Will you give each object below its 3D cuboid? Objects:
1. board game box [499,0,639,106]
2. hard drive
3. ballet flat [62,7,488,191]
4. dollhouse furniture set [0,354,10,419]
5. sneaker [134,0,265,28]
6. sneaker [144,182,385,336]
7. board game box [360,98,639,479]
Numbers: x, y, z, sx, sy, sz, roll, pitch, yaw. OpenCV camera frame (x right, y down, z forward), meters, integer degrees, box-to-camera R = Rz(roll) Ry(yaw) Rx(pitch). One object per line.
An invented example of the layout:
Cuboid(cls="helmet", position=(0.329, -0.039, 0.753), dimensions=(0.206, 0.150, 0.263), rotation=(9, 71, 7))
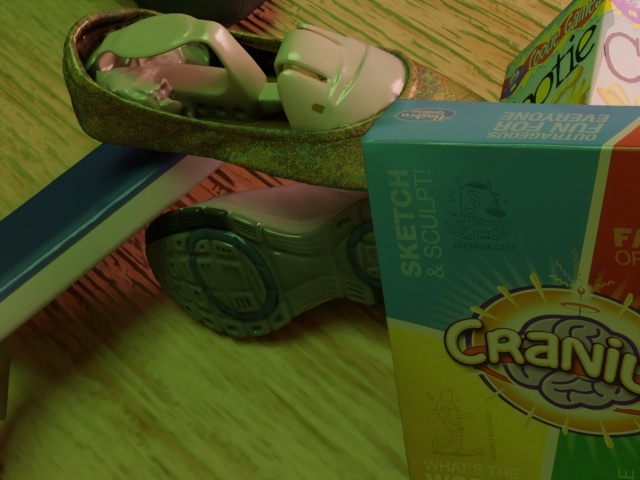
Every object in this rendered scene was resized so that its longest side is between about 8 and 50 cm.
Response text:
Cuboid(cls="board game box", position=(0.206, -0.034, 1.182), dimensions=(0.144, 0.142, 0.275), rotation=(27, 51, -15))
Cuboid(cls="hard drive", position=(-0.173, -0.041, 1.384), dimensions=(0.318, 0.040, 0.210), rotation=(-40, 18, -15))
Cuboid(cls="ballet flat", position=(-0.040, -0.112, 1.229), dimensions=(0.348, 0.123, 0.123), rotation=(9, 53, 24))
Cuboid(cls="dollhouse furniture set", position=(-0.319, 0.154, 1.245), dimensions=(0.123, 0.144, 0.151), rotation=(2, 83, 11))
Cuboid(cls="sneaker", position=(-0.164, -0.284, 1.604), dimensions=(0.286, 0.130, 0.109), rotation=(28, 62, 36))
Cuboid(cls="sneaker", position=(0.000, 0.000, 1.314), dimensions=(0.297, 0.111, 0.129), rotation=(-3, 22, 27))
Cuboid(cls="board game box", position=(0.164, 0.073, 1.018), dimensions=(0.242, 0.317, 0.064), rotation=(3, 28, 24))
